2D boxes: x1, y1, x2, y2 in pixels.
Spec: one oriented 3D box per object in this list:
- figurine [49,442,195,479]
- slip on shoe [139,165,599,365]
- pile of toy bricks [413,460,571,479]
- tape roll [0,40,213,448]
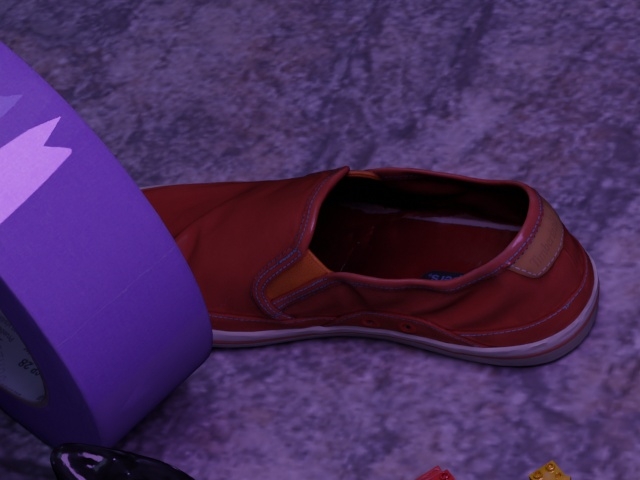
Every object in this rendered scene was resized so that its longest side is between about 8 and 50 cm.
[{"bbox_3d":[-0.030,0.202,0.856,0.092,0.209,0.215,-32,52,50],"label":"figurine"},{"bbox_3d":[0.000,0.000,1.139,0.331,0.101,0.123,6,52,26],"label":"slip on shoe"},{"bbox_3d":[0.133,0.164,0.929,0.118,0.105,0.212,-30,45,-9],"label":"pile of toy bricks"},{"bbox_3d":[-0.187,-0.005,1.087,0.090,0.275,0.274,-42,48,-21],"label":"tape roll"}]
